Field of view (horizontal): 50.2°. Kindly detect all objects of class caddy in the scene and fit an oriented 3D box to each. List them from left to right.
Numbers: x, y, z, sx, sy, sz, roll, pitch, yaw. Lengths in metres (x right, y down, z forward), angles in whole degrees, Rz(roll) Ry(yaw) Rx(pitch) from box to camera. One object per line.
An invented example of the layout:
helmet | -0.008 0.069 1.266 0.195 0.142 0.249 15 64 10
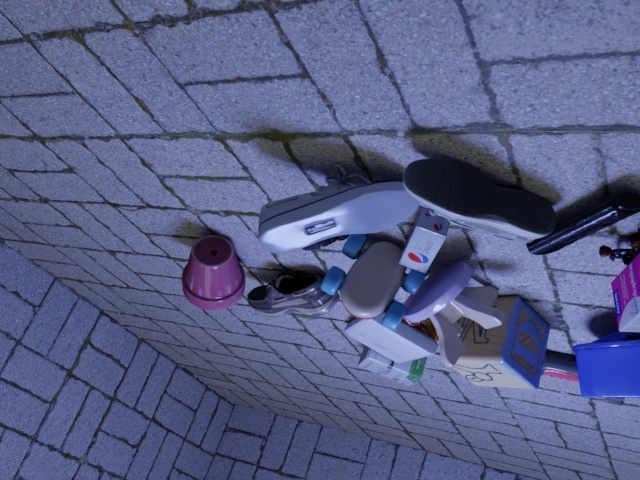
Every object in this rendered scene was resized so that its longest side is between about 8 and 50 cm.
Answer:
caddy | 0.789 0.294 1.668 0.241 0.179 0.341 9 165 -35

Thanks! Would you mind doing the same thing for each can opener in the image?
can opener | 0.000 0.000 1.822 0.073 0.059 0.186 32 152 -23

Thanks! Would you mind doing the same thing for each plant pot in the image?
plant pot | -0.334 0.087 2.126 0.201 0.201 0.180 17 139 9

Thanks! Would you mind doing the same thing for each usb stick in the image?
usb stick | 0.518 -0.029 1.363 0.077 0.045 0.278 -4 164 -22

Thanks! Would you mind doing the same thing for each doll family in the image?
doll family | 0.635 0.019 1.347 0.111 0.076 0.193 4 151 -9

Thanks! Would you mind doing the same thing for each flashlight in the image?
flashlight | 0.729 0.394 1.994 0.304 0.103 0.103 8 155 23

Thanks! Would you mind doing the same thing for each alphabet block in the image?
alphabet block | 0.475 0.277 1.850 0.197 0.193 0.192 -8 141 46

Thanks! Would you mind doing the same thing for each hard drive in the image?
hard drive | 0.219 0.314 2.216 0.233 0.047 0.353 30 162 -2

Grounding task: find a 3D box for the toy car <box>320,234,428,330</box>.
toy car | 0.139 0.120 1.813 0.219 0.210 0.238 30 169 9

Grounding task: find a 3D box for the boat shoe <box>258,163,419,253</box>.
boat shoe | 0.034 -0.089 1.543 0.367 0.156 0.136 -17 139 10

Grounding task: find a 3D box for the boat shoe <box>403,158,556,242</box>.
boat shoe | 0.311 -0.070 1.382 0.320 0.118 0.103 16 155 -7

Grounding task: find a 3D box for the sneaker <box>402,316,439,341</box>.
sneaker | 0.311 0.255 2.108 0.175 0.064 0.067 40 171 -28

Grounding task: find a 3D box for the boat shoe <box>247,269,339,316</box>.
boat shoe | -0.100 0.154 2.162 0.355 0.132 0.130 -6 123 38

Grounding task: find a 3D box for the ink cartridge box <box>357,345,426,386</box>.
ink cartridge box | 0.255 0.438 2.462 0.208 0.086 0.153 22 155 -3

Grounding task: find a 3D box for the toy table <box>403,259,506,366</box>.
toy table | 0.335 0.173 1.724 0.161 0.252 0.274 42 165 -6

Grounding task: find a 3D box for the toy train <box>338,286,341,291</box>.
toy train | 0.042 0.153 2.146 0.024 0.017 0.083 27 156 -37

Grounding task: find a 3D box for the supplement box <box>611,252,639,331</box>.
supplement box | 0.646 0.087 1.279 0.114 0.111 0.220 1 153 2

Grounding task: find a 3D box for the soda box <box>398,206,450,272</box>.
soda box | 0.247 -0.002 1.616 0.074 0.069 0.216 20 154 4
